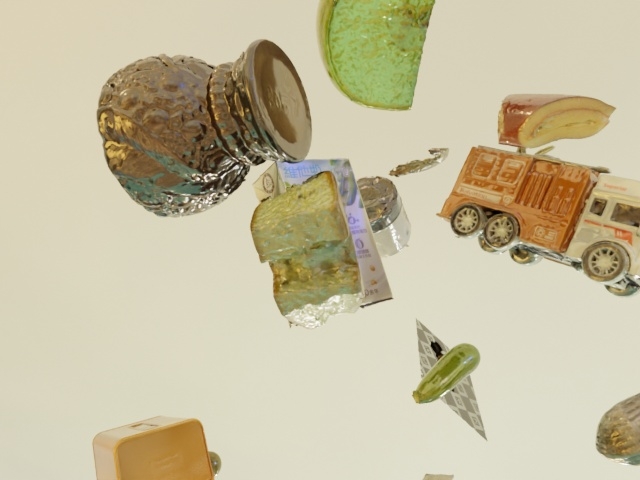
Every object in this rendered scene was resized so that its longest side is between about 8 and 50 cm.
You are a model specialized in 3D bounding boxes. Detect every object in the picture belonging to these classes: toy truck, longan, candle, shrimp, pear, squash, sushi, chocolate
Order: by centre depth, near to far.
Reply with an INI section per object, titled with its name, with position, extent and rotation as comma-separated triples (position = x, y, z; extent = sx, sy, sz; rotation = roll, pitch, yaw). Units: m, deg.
[chocolate]
position = 0.613, 0.319, 1.001
extent = 0.248, 0.110, 0.110
rotation = -38, -64, -7
[toy truck]
position = 0.436, -0.048, 1.017
extent = 0.387, 0.207, 0.173
rotation = 23, 1, 41
[pear]
position = 0.111, -0.482, 1.124
extent = 0.238, 0.318, 0.342
rotation = 5, -47, -3
[squash]
position = 0.265, 0.278, 1.147
extent = 0.066, 0.201, 0.066
rotation = 34, -42, 36
[sushi]
position = 0.336, 0.384, 1.519
extent = 0.264, 0.290, 0.050
rotation = 42, -67, -17
[shrimp]
position = 0.282, -0.220, 1.530
extent = 0.178, 0.034, 0.124
rotation = -13, -14, -12
[longan]
position = -0.316, 0.631, 1.532
extent = 0.075, 0.075, 0.083
rotation = 33, -70, -11
[candle]
position = 0.183, -0.045, 1.670
extent = 0.187, 0.187, 0.330
rotation = -8, -34, 20

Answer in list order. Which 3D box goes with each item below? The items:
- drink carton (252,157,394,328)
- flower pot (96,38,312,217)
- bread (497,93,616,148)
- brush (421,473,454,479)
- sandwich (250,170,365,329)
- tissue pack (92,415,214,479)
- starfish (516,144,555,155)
[drink carton]
position = 0.000, 0.001, 1.133
extent = 0.194, 0.324, 0.132
rotation = -6, -16, -35
[flower pot]
position = -0.171, -0.188, 0.884
extent = 0.267, 0.266, 0.266
rotation = -12, -58, 25
[bread]
position = 0.333, -0.190, 0.844
extent = 0.192, 0.119, 0.067
rotation = 23, -46, 56
[brush]
position = 0.235, 0.654, 1.340
extent = 0.090, 0.314, 0.017
rotation = -19, -90, 35
[sandwich]
position = -0.003, 0.040, 0.753
extent = 0.122, 0.128, 0.236
rotation = -16, -63, 7
[tissue pack]
position = -0.378, 0.480, 1.213
extent = 0.194, 0.145, 0.274
rotation = -5, -11, -33
[starfish]
position = 0.546, -0.196, 1.498
extent = 0.053, 0.176, 0.208
rotation = 32, -61, -24
